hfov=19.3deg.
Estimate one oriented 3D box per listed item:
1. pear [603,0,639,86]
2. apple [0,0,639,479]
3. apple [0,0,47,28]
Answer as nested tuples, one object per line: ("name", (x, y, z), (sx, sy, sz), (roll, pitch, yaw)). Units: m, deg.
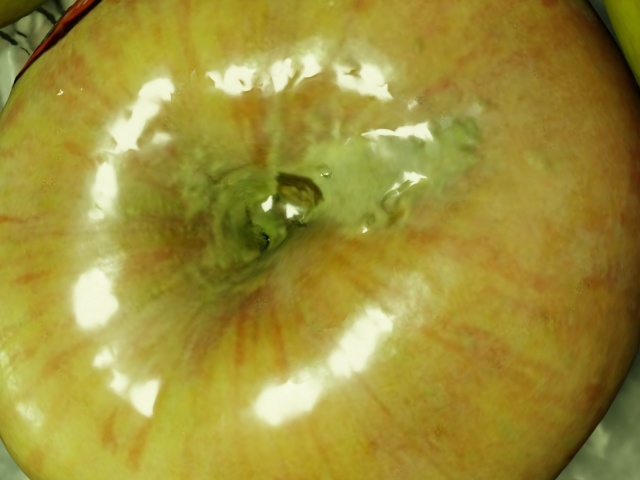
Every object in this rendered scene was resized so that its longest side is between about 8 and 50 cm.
("pear", (0.208, -0.126, 0.587), (0.284, 0.283, 0.283), (-1, 85, 17))
("apple", (0.000, 0.000, 0.680), (0.261, 0.194, 0.260), (-1, 85, 14))
("apple", (-0.169, -0.169, 0.750), (0.196, 0.196, 0.195), (-1, 85, 17))
